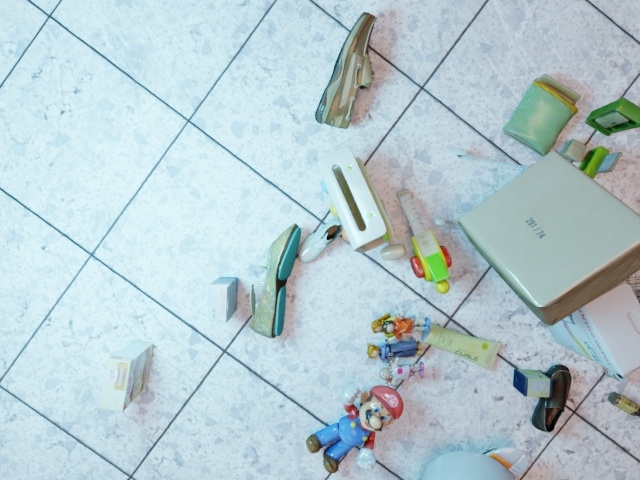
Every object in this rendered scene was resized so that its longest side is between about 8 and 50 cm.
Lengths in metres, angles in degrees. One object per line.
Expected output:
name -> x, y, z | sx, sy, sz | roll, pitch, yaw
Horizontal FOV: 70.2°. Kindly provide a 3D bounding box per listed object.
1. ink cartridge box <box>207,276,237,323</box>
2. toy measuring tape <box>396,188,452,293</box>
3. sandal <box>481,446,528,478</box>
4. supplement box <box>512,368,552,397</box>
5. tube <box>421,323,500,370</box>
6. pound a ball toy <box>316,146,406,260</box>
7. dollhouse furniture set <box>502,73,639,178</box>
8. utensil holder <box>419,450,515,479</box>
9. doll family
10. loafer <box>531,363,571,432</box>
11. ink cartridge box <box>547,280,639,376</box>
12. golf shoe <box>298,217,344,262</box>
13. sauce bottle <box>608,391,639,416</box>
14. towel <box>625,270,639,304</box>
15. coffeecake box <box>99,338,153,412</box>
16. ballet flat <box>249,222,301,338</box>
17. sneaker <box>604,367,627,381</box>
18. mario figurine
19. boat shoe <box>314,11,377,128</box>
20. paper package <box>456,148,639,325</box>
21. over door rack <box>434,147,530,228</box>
ink cartridge box -> -0.282, 0.168, 1.305 | 0.060, 0.180, 0.104 | 2, 93, -1
toy measuring tape -> 0.303, 0.008, 1.362 | 0.121, 0.121, 0.330 | -21, 72, 0
sandal -> 0.518, 0.710, 1.414 | 0.102, 0.076, 0.265 | 43, 111, 2
supplement box -> 0.646, 0.434, 1.387 | 0.083, 0.083, 0.056 | 2, 94, 0
tube -> 0.431, 0.318, 1.391 | 0.240, 0.062, 0.070 | 21, 134, -7
pound a ball toy -> 0.112, -0.082, 1.311 | 0.135, 0.208, 0.319 | -26, 77, 16
dollhouse furniture set -> 0.721, -0.334, 1.302 | 0.301, 0.151, 0.198 | 30, 93, -3
utensil holder -> 0.411, 0.824, 1.224 | 0.327, 0.385, 0.328 | 3, 103, 14
doll family -> 0.224, 0.309, 1.372 | 0.163, 0.118, 0.263 | -3, 112, -7
loafer -> 0.723, 0.491, 1.394 | 0.080, 0.078, 0.220 | 14, 94, -2
ink cartridge box -> 0.737, 0.207, 1.262 | 0.131, 0.306, 0.226 | -31, 93, 1
golf shoe -> 0.000, 0.000, 1.347 | 0.069, 0.086, 0.176 | 45, 94, -5
sauce bottle -> 0.965, 0.519, 1.421 | 0.128, 0.042, 0.042 | 28, 93, -5
towel -> 1.093, 0.193, 1.393 | 0.324, 0.056, 0.313 | -7, 94, -1
coffeecake box -> -0.555, 0.384, 1.312 | 0.068, 0.185, 0.143 | 11, 94, -2
ballet flat -> -0.145, 0.113, 1.343 | 0.123, 0.123, 0.349 | 11, 94, -2
sneaker -> 0.903, 0.352, 1.390 | 0.057, 0.075, 0.161 | -11, 94, 0
mario figurine -> 0.108, 0.553, 1.339 | 0.320, 0.170, 0.198 | -42, 128, 9
boat shoe -> 0.093, -0.475, 1.308 | 0.119, 0.122, 0.324 | 22, 101, -8
paper package -> 0.572, -0.009, 1.132 | 0.309, 0.168, 0.325 | -38, 50, 11
over door rack -> 0.530, -0.119, 1.347 | 0.324, 0.108, 0.240 | 16, 94, 12
